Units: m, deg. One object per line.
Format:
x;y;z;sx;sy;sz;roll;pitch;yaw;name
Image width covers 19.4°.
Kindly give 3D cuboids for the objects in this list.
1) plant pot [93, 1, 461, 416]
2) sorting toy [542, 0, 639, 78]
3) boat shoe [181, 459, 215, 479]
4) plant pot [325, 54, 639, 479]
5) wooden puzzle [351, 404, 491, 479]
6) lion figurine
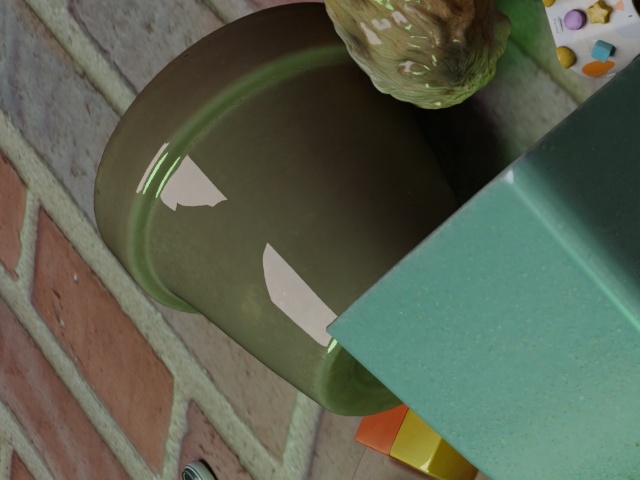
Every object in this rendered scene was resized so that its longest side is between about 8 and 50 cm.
0.000;0.000;1.347;0.229;0.263;0.263;53;145;34;plant pot
0.186;-0.148;1.196;0.075;0.045;0.083;-14;94;41;sorting toy
-0.116;0.298;1.934;0.049;0.040;0.142;-31;80;60;boat shoe
0.205;0.039;1.070;0.252;0.247;0.248;50;148;3;plant pot
0.105;0.202;1.325;0.322;0.080;0.347;18;87;54;wooden puzzle
0.093;-0.265;1.181;0.240;0.142;0.392;55;143;12;lion figurine
